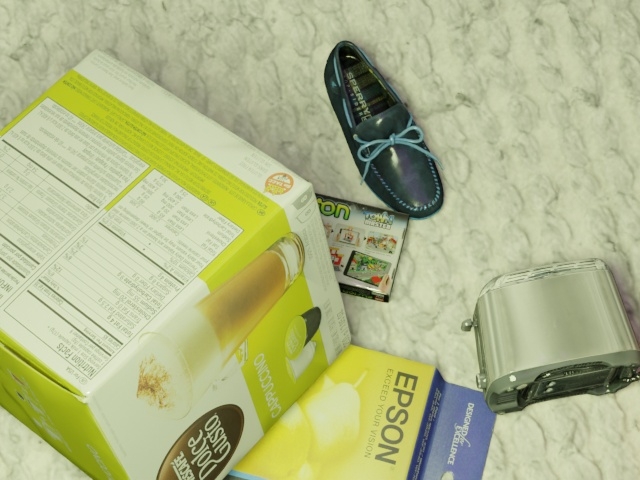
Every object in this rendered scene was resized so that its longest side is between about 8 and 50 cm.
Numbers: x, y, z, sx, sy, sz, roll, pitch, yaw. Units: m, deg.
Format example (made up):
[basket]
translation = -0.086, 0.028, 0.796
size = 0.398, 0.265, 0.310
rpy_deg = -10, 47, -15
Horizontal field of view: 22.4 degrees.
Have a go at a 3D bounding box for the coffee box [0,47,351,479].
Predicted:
[coffee box]
translation = -0.214, 0.060, 1.811
size = 0.338, 0.337, 0.334
rpy_deg = 33, 67, 29

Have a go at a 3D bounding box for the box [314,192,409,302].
[box]
translation = 0.000, 0.000, 2.047
size = 0.207, 0.036, 0.114
rpy_deg = 14, 70, 6

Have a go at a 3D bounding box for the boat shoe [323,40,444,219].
[boat shoe]
translation = 0.070, -0.141, 2.073
size = 0.109, 0.089, 0.258
rpy_deg = -32, 72, -11

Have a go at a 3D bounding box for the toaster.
[toaster]
translation = 0.288, 0.113, 1.954
size = 0.227, 0.129, 0.146
rpy_deg = -11, 67, -5

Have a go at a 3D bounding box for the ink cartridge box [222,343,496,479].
[ink cartridge box]
translation = 0.035, 0.278, 1.925
size = 0.307, 0.072, 0.303
rpy_deg = 13, 69, 8
